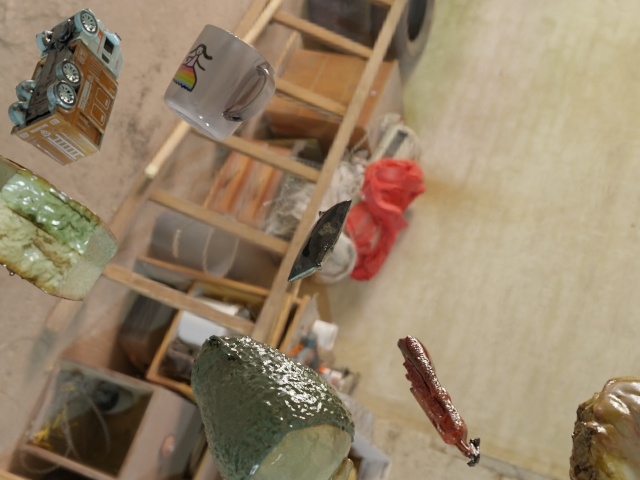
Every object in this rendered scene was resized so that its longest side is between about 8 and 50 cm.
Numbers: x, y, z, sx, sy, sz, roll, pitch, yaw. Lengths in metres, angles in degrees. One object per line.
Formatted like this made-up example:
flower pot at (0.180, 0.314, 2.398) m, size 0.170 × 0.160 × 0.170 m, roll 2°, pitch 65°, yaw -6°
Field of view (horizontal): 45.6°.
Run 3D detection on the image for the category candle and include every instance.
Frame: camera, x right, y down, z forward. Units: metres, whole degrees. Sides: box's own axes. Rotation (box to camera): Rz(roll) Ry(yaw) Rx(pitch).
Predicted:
candle at (0.203, 0.276, 1.326) m, size 0.301 × 0.059 × 0.084 m, roll -121°, pitch -160°, yaw -55°

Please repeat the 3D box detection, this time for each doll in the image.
doll at (-0.097, 0.306, 1.317) m, size 0.247 × 0.349 × 0.247 m, roll -23°, pitch 132°, yaw -28°

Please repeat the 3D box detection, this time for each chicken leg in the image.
chicken leg at (0.390, 0.378, 0.888) m, size 0.295 × 0.409 × 0.182 m, roll -22°, pitch 169°, yaw -27°

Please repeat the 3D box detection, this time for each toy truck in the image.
toy truck at (-0.490, -0.307, 1.522) m, size 0.162 × 0.136 × 0.305 m, roll 44°, pitch 39°, yaw -44°

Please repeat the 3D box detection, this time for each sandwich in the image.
sandwich at (-0.315, 0.004, 0.907) m, size 0.220 × 0.186 × 0.108 m, roll 43°, pitch 77°, yaw -38°

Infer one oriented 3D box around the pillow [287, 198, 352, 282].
pillow at (0.001, 0.000, 1.240) m, size 0.150 × 0.048 × 0.090 m, roll -64°, pitch -174°, yaw -33°

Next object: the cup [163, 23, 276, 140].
cup at (-0.212, -0.333, 1.692) m, size 0.200 × 0.253 × 0.191 m, roll -57°, pitch 142°, yaw -4°
